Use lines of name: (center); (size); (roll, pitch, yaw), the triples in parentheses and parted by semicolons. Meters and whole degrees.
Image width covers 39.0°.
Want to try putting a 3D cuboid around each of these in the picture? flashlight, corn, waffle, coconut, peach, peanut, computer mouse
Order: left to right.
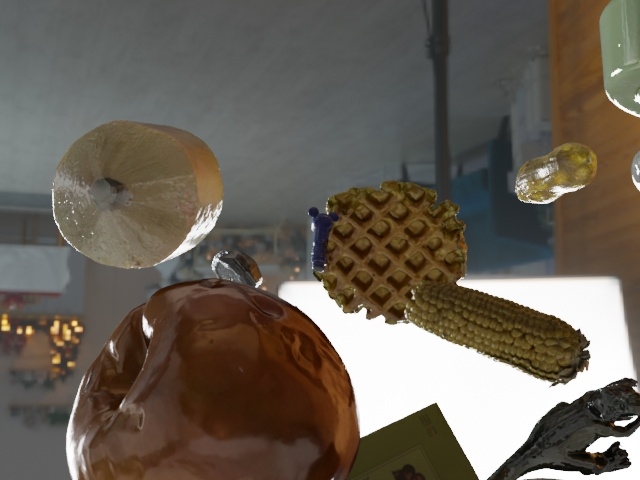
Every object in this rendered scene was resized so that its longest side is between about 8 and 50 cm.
coconut: (-0.282, -0.074, 1.405); (0.239, 0.239, 0.244); (-3, -174, 16)
peach: (-0.122, 0.226, 1.089); (0.302, 0.342, 0.343); (36, 152, -30)
computer mouse: (-0.166, 0.062, 1.828); (0.062, 0.105, 0.192); (-43, -171, -19)
flashlight: (0.000, 0.000, 1.577); (0.057, 0.121, 0.035); (13, 151, -15)
waffle: (0.134, 0.033, 1.753); (0.302, 0.324, 0.068); (-2, -154, 1)
corn: (0.296, 0.146, 1.508); (0.318, 0.115, 0.115); (21, 176, 15)
peanut: (0.417, -0.118, 1.609); (0.087, 0.087, 0.207); (3, 168, -18)

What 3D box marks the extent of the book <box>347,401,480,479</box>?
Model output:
book: (0.104, 0.457, 1.556); (0.352, 0.239, 0.035); (-23, 159, -14)

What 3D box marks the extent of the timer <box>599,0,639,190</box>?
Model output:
timer: (0.540, -0.184, 1.312); (0.291, 0.315, 0.291); (10, 168, 2)

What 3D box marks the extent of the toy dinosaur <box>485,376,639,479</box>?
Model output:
toy dinosaur: (0.225, 0.183, 0.882); (0.179, 0.087, 0.187); (2, 135, -23)

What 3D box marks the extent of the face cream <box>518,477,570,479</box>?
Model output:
face cream: (0.271, 0.432, 1.040); (0.249, 0.249, 0.225); (-5, -153, 30)
